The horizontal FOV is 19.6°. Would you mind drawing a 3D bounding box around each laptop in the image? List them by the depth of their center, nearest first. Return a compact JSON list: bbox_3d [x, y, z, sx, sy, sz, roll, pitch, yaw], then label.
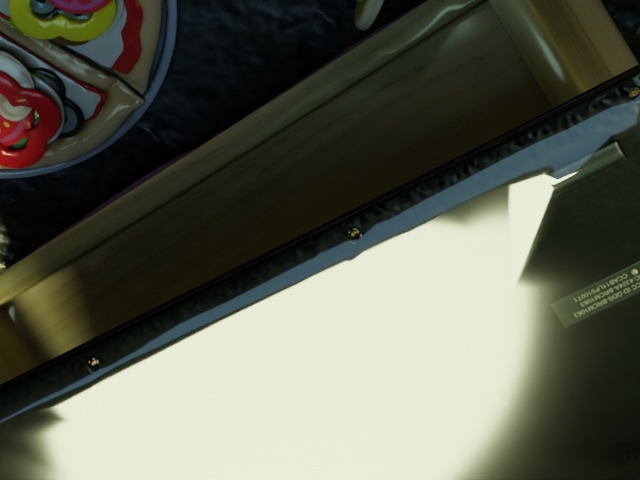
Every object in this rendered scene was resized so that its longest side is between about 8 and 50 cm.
[{"bbox_3d":[0.055,0.109,0.908,0.382,0.236,0.408,-27,119,13],"label":"laptop"}]

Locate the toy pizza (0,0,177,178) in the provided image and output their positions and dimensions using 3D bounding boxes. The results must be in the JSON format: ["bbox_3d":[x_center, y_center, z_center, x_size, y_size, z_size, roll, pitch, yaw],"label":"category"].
[{"bbox_3d":[-0.172,-0.115,0.923,0.201,0.032,0.201,1,122,2],"label":"toy pizza"}]

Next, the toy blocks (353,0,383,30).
[{"bbox_3d":[-0.036,-0.164,0.833,0.148,0.123,0.054,17,138,-8],"label":"toy blocks"}]

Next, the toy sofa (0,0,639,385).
[{"bbox_3d":[0.000,0.000,0.936,0.362,0.177,0.150,-31,92,21],"label":"toy sofa"}]
